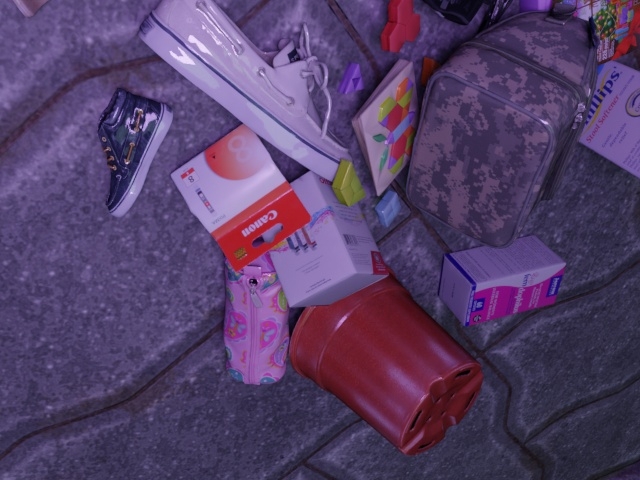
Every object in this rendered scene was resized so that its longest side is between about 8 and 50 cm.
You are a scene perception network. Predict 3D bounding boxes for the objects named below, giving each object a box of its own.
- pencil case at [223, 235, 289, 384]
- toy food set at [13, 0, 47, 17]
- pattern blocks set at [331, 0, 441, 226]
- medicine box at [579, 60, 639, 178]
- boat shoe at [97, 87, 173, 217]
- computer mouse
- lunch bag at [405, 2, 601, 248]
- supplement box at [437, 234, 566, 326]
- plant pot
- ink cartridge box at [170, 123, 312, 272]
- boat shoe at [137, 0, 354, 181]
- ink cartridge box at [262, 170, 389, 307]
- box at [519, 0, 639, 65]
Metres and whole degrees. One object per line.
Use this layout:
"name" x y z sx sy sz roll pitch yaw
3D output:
"pencil case" -0.112 0.126 1.098 0.124 0.124 0.284 -8 128 -18
"toy food set" -0.250 -0.410 0.672 0.306 0.092 0.219 -29 130 -2
"pattern blocks set" 0.110 -0.172 0.954 0.285 0.026 0.325 -58 148 -11
"medicine box" 0.616 -0.171 1.090 0.264 0.289 0.149 14 115 -31
"boat shoe" -0.285 -0.124 0.886 0.083 0.065 0.183 20 107 -32
"computer mouse" 0.187 -0.334 0.910 0.262 0.060 0.184 -9 129 -50
"lunch bag" 0.293 -0.180 0.967 0.256 0.213 0.305 -47 155 -31
"supplement box" 0.369 0.079 1.280 0.220 0.114 0.111 -13 127 -17
"plant pot" 0.130 0.222 1.133 0.273 0.265 0.272 -26 136 -29
"ink cartridge box" -0.120 -0.065 0.929 0.145 0.179 0.045 -34 162 3
"boat shoe" -0.057 -0.230 0.873 0.367 0.136 0.156 36 102 -28
"ink cartridge box" 0.000 0.000 0.985 0.127 0.176 0.128 -29 162 25
"box" 0.415 -0.409 0.982 0.201 0.057 0.293 -23 130 -6
